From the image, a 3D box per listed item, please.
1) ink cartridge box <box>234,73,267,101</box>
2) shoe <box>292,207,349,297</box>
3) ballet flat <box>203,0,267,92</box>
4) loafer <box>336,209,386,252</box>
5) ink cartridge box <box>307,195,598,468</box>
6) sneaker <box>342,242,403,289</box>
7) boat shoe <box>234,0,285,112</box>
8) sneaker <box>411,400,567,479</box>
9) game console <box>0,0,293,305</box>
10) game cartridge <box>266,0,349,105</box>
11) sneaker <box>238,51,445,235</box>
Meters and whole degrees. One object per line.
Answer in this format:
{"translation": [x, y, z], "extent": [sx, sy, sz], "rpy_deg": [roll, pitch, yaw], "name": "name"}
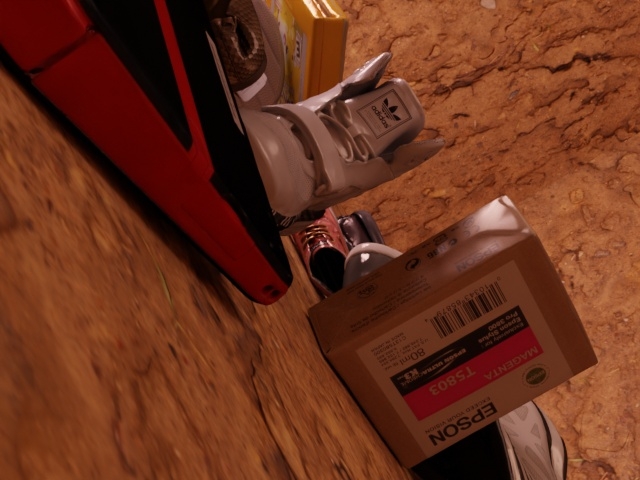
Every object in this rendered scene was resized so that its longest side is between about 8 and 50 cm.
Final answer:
{"translation": [-0.169, -0.271, 1.249], "extent": [0.208, 0.045, 0.206], "rpy_deg": [39, -11, 39], "name": "ink cartridge box"}
{"translation": [0.000, 0.000, 1.392], "extent": [0.178, 0.064, 0.081], "rpy_deg": [63, 1, 8], "name": "shoe"}
{"translation": [-0.105, -0.229, 1.015], "extent": [0.058, 0.084, 0.249], "rpy_deg": [58, 10, -48], "name": "ballet flat"}
{"translation": [0.072, 0.086, 1.686], "extent": [0.109, 0.095, 0.302], "rpy_deg": [104, -29, -49], "name": "loafer"}
{"translation": [0.136, 0.096, 1.136], "extent": [0.193, 0.235, 0.088], "rpy_deg": [56, 5, -33], "name": "ink cartridge box"}
{"translation": [0.147, 0.122, 1.275], "extent": [0.296, 0.104, 0.147], "rpy_deg": [24, 44, 0], "name": "sneaker"}
{"translation": [-0.141, -0.326, 1.641], "extent": [0.119, 0.121, 0.335], "rpy_deg": [114, -44, -74], "name": "boat shoe"}
{"translation": [0.191, 0.224, 1.358], "extent": [0.257, 0.169, 0.447], "rpy_deg": [59, 6, -29], "name": "sneaker"}
{"translation": [-0.141, -0.178, 0.734], "extent": [0.342, 0.060, 0.386], "rpy_deg": [57, 11, -53], "name": "game console"}
{"translation": [-0.036, -0.225, 1.638], "extent": [0.285, 0.053, 0.323], "rpy_deg": [-116, -152, -54], "name": "game cartridge"}
{"translation": [0.004, -0.105, 1.134], "extent": [0.137, 0.210, 0.366], "rpy_deg": [59, 4, 5], "name": "sneaker"}
